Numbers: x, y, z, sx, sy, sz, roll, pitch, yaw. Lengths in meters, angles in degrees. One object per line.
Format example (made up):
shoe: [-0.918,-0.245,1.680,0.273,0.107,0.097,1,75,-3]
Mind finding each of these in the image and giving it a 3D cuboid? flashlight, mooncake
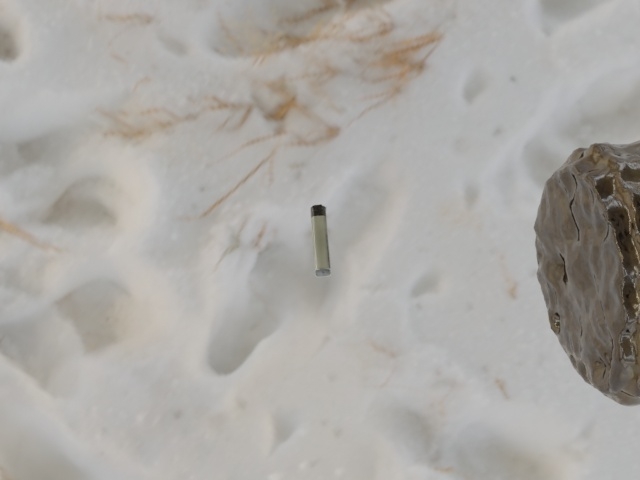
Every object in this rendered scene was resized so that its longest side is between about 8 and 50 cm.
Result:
flashlight: [0.000,0.000,1.607,0.018,0.018,0.083,-3,58,-1]
mooncake: [0.377,0.034,1.732,0.187,0.324,0.324,-8,72,-10]
